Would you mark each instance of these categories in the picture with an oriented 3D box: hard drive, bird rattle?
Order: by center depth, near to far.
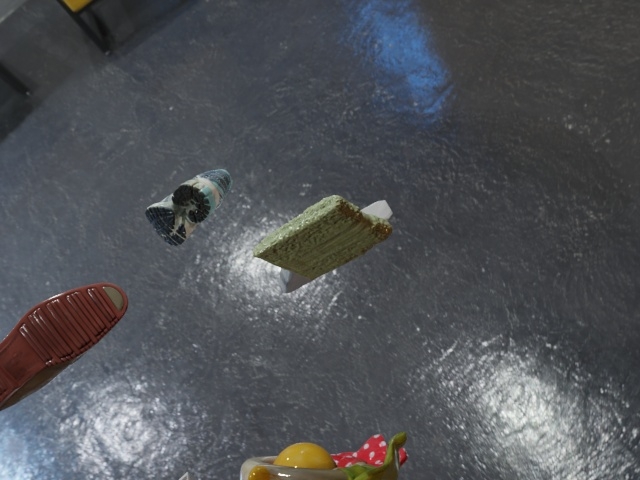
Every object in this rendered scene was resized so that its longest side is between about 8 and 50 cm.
[{"bbox_3d":[0.013,0.266,0.615,0.207,0.253,0.143,7,82,-3],"label":"bird rattle"},{"bbox_3d":[0.018,0.027,1.204,0.233,0.353,0.047,-29,82,-11],"label":"hard drive"}]

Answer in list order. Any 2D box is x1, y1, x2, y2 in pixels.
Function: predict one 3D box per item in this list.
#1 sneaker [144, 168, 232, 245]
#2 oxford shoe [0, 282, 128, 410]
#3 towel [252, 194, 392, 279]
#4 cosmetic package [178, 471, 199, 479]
[{"bbox_3d":[-0.288,-0.076,1.207,0.283,0.110,0.122,-20,19,46],"label":"sneaker"},{"bbox_3d":[-0.520,0.202,1.026,0.348,0.130,0.123,-34,80,-12],"label":"oxford shoe"},{"bbox_3d":[0.000,0.000,0.640,0.148,0.110,0.027,-31,50,35],"label":"towel"},{"bbox_3d":[-0.210,0.562,1.007,0.127,0.238,0.107,-44,25,1],"label":"cosmetic package"}]
